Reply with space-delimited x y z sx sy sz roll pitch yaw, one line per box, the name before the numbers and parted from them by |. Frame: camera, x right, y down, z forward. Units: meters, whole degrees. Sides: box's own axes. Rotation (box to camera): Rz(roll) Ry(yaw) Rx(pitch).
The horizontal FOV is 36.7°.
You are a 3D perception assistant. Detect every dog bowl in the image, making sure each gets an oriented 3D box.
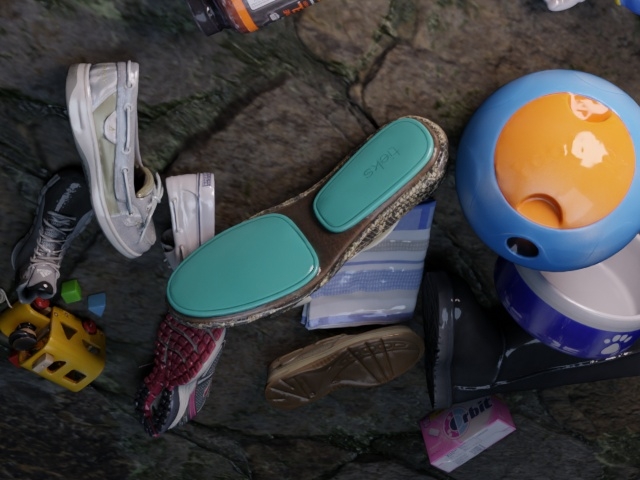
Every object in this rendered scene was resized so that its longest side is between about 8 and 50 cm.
dog bowl | 0.420 0.060 1.569 0.264 0.265 0.104 6 134 -17

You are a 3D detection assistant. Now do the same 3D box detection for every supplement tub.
supplement tub | -0.069 -0.326 1.206 0.197 0.106 0.106 -22 134 10

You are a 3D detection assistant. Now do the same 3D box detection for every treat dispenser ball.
treat dispenser ball | 0.337 -0.098 1.383 0.288 0.288 0.288 -6 134 -7

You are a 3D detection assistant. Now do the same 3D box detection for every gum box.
gum box | 0.290 0.376 1.949 0.188 0.107 0.062 -40 129 23

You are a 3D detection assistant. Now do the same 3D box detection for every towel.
towel | 0.079 0.046 1.641 0.209 0.034 0.285 -3 133 -11

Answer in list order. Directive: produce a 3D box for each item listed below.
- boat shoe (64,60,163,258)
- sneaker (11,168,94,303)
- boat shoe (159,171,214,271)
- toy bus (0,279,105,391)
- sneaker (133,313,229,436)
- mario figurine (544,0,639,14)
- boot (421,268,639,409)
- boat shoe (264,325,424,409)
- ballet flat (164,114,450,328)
boat shoe | -0.274 -0.107 1.364 0.103 0.118 0.320 -7 127 0
sneaker | -0.395 0.011 1.434 0.086 0.132 0.229 18 127 -27
boat shoe | -0.209 0.004 1.509 0.084 0.095 0.258 1 122 -8
toy bus | -0.452 0.170 1.592 0.202 0.104 0.191 -4 133 -9
sneaker | -0.231 0.215 1.694 0.112 0.121 0.299 -10 142 -45
mario figurine | 0.394 -0.318 1.233 0.320 0.170 0.198 30 132 -9
boot | 0.412 0.149 1.728 0.445 0.146 0.367 -8 144 0
boat shoe | 0.039 0.211 1.748 0.302 0.098 0.109 -22 120 11
ballet flat | 0.000 0.000 1.459 0.482 0.164 0.182 -35 153 1
